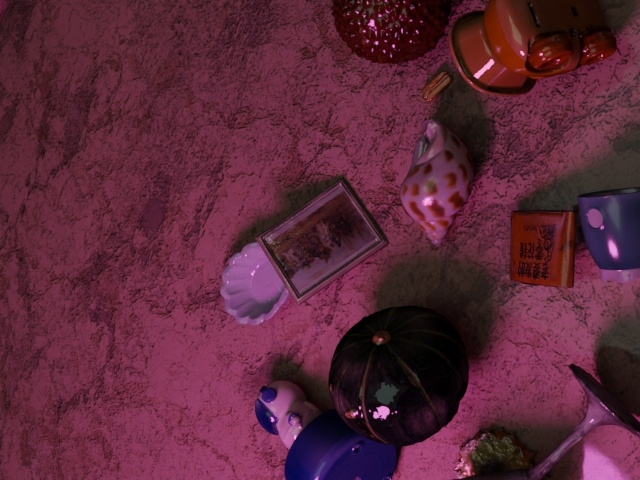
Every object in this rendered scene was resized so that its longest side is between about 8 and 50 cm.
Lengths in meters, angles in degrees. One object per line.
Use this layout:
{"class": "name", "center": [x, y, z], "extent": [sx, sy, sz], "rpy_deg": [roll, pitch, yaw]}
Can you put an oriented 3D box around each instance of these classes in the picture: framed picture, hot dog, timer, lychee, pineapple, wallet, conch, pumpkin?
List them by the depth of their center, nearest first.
{"class": "wallet", "center": [0.454, 0.018, 1.641], "extent": [0.195, 0.042, 0.161], "rpy_deg": [-173, 82, -70]}
{"class": "lychee", "center": [0.155, -0.527, 1.739], "extent": [0.276, 0.275, 0.304], "rpy_deg": [56, 148, 19]}
{"class": "pumpkin", "center": [0.171, 0.291, 1.741], "extent": [0.323, 0.323, 0.241], "rpy_deg": [-13, 118, 34]}
{"class": "pineapple", "center": [0.394, 0.517, 1.763], "extent": [0.221, 0.047, 0.221], "rpy_deg": [1, 92, 33]}
{"class": "conch", "center": [0.257, -0.123, 1.763], "extent": [0.148, 0.183, 0.275], "rpy_deg": [19, 112, 0]}
{"class": "hot dog", "center": [0.266, -0.352, 1.823], "extent": [0.083, 0.021, 0.037], "rpy_deg": [-40, 81, 28]}
{"class": "framed picture", "center": [0.000, 0.000, 1.953], "extent": [0.274, 0.017, 0.217], "rpy_deg": [-36, 72, 2]}
{"class": "timer", "center": [-0.027, 0.480, 1.956], "extent": [0.383, 0.270, 0.270], "rpy_deg": [33, 111, 45]}

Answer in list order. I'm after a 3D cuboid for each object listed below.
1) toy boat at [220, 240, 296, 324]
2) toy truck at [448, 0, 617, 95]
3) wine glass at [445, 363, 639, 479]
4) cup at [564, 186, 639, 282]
{"class": "toy boat", "center": [-0.135, 0.094, 2.069], "extent": [0.290, 0.100, 0.199], "rpy_deg": [-43, 70, 28]}
{"class": "toy truck", "center": [0.423, -0.415, 1.577], "extent": [0.211, 0.288, 0.204], "rpy_deg": [-30, 77, 57]}
{"class": "wine glass", "center": [0.435, 0.456, 1.584], "extent": [0.267, 0.267, 0.406], "rpy_deg": [45, 103, 24]}
{"class": "cup", "center": [0.590, -0.012, 1.539], "extent": [0.299, 0.167, 0.173], "rpy_deg": [0, 100, 61]}
